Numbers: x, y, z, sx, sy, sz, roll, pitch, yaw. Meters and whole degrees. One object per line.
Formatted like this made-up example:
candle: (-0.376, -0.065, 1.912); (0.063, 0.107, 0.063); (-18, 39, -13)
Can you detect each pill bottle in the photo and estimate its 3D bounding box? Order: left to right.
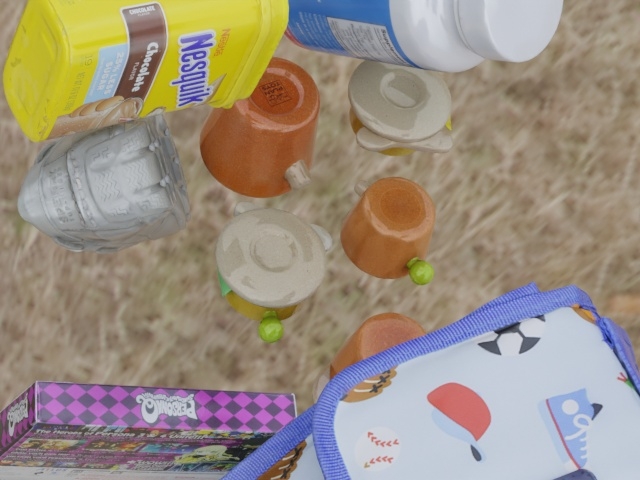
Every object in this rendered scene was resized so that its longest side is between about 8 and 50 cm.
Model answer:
pill bottle: (0.071, -0.194, 1.506); (0.124, 0.221, 0.124); (-14, 109, -44)

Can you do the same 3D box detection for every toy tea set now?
toy tea set: (0.000, 0.000, 1.576); (0.200, 0.124, 0.336); (8, 58, -10)

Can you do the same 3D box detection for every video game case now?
video game case: (-0.167, 0.170, 1.692); (0.232, 0.210, 0.041); (5, 68, -26)

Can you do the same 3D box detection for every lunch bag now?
lunch bag: (0.083, 0.254, 1.225); (0.385, 0.239, 0.328); (-38, 59, 21)

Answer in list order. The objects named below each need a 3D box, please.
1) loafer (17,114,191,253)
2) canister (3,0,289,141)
loafer: (-0.166, -0.045, 1.529); (0.111, 0.319, 0.112); (-16, 89, 1)
canister: (-0.121, -0.133, 1.354); (0.170, 0.126, 0.073); (-16, 65, -32)
